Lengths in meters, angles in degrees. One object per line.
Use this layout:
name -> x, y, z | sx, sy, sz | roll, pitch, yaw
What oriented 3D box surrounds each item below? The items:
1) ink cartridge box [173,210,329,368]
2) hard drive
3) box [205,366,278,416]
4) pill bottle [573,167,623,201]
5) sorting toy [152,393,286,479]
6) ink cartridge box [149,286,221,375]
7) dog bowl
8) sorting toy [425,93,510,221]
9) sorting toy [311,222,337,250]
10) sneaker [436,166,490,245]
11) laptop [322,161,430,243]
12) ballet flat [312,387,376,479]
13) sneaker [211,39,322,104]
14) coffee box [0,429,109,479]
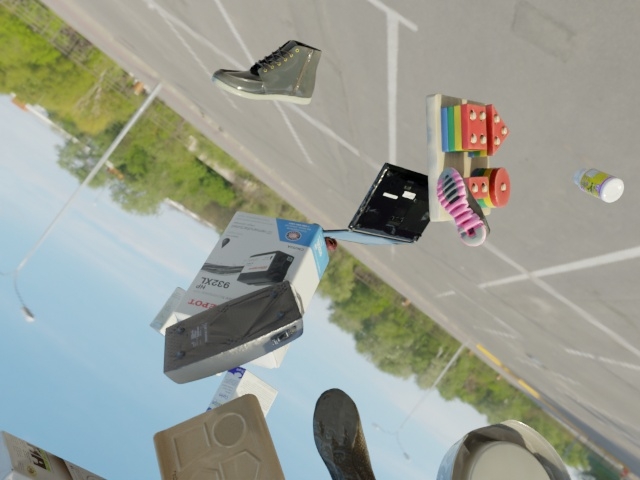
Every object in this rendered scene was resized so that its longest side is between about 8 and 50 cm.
ink cartridge box -> -0.142, 0.098, 1.347 | 0.223, 0.308, 0.129 | 11, 141, 19
hard drive -> -0.158, 0.167, 1.120 | 0.172, 0.254, 0.054 | -120, 10, -65
box -> -0.193, 0.397, 1.500 | 0.072, 0.137, 0.126 | 2, 146, 47
pill bottle -> 0.472, -0.098, 1.046 | 0.043, 0.043, 0.083 | 37, -172, -27
sorting toy -> -0.187, 0.402, 1.121 | 0.038, 0.208, 0.193 | 81, 166, -52
ink cartridge box -> -0.303, 0.208, 1.692 | 0.060, 0.239, 0.275 | 16, 154, 40
dog bowl -> 0.413, 0.587, 1.381 | 0.348, 0.349, 0.102 | 36, 144, -6
sorting toy -> 0.330, -0.178, 1.318 | 0.089, 0.257, 0.255 | 0, -175, 39
sorting toy -> 0.000, 0.000, 1.760 | 0.102, 0.042, 0.061 | 39, -143, -12
sneaker -> 0.209, -0.050, 0.881 | 0.057, 0.047, 0.120 | -13, -102, -49
laptop -> 0.131, -0.073, 1.420 | 0.234, 0.264, 0.136 | 9, -151, -42
ballet flat -> 0.049, 0.351, 0.965 | 0.058, 0.084, 0.250 | 52, -168, -49
sneaker -> -0.106, -0.347, 1.220 | 0.221, 0.118, 0.083 | -2, -147, -34
coffee box -> -0.398, 0.400, 0.882 | 0.098, 0.141, 0.246 | 29, 165, 49
